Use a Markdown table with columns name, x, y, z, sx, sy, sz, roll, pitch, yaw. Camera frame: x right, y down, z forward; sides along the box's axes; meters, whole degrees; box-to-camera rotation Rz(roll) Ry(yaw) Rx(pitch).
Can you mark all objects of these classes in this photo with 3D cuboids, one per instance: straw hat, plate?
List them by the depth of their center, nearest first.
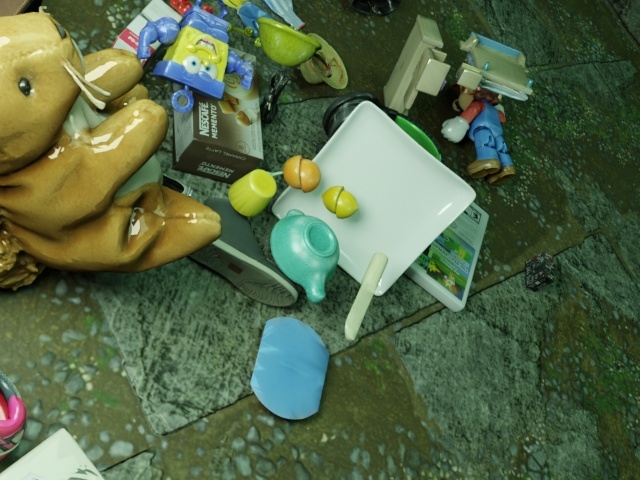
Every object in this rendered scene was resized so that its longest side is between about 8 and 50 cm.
| name | x | y | z | sx | sy | sz | roll | pitch | yaw |
| --- | --- | --- | --- | --- | --- | --- | --- | --- | --- |
| plate | 0.097 | -0.076 | 1.330 | 0.278 | 0.277 | 0.045 | 38 | 17 | -11 |
| straw hat | -0.008 | -0.376 | 1.556 | 0.144 | 0.061 | 0.144 | 34 | 43 | -39 |

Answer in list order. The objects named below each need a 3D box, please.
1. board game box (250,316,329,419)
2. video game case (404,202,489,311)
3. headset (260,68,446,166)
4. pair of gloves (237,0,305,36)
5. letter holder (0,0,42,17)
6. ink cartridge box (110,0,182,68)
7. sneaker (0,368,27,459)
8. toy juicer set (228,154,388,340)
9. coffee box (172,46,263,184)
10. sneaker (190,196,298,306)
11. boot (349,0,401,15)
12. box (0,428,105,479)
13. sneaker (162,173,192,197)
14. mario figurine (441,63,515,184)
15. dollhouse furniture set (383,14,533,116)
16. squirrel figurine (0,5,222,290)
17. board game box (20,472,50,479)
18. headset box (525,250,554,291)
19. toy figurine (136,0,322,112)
| name | x | y | z | sx | sy | sz | roll | pitch | yaw |
| --- | --- | --- | --- | --- | --- | --- | --- | --- | --- |
| board game box | -0.055 | 0.213 | 1.172 | 0.133 | 0.033 | 0.168 | 30 | 54 | -25 |
| video game case | 0.210 | -0.049 | 1.531 | 0.329 | 0.036 | 0.299 | 38 | 47 | -13 |
| headset | 0.072 | -0.215 | 1.414 | 0.395 | 0.185 | 0.243 | 15 | 46 | -9 |
| pair of gloves | -0.117 | -0.519 | 1.592 | 0.159 | 0.023 | 0.198 | 47 | 46 | -3 |
| letter holder | -0.574 | -0.305 | 1.029 | 0.215 | 0.152 | 0.301 | 29 | 49 | -17 |
| ink cartridge box | -0.321 | -0.347 | 1.269 | 0.063 | 0.109 | 0.150 | 36 | 47 | -14 |
| sneaker | -0.464 | 0.134 | 0.860 | 0.299 | 0.112 | 0.121 | 45 | 46 | -4 |
| toy juicer set | 0.000 | 0.000 | 1.242 | 0.209 | 0.089 | 0.329 | -34 | 88 | -44 |
| coffee box | -0.192 | -0.239 | 1.305 | 0.141 | 0.098 | 0.246 | 13 | 56 | -30 |
| sneaker | -0.119 | 0.015 | 1.212 | 0.222 | 0.083 | 0.118 | 36 | 44 | -15 |
| boot | 0.056 | -0.683 | 1.766 | 0.338 | 0.118 | 0.222 | -5 | 72 | -34 |
| box | -0.384 | 0.338 | 0.793 | 0.094 | 0.113 | 0.275 | 52 | 47 | 0 |
| sneaker | -0.330 | -0.111 | 1.110 | 0.281 | 0.115 | 0.105 | 21 | 52 | -25 |
| mario figurine | 0.388 | -0.294 | 1.787 | 0.198 | 0.170 | 0.320 | 54 | 30 | -67 |
| dollhouse furniture set | 0.323 | -0.324 | 1.588 | 0.304 | 0.198 | 0.286 | 17 | 36 | -11 |
| squirrel figurine | -0.374 | -0.094 | 0.847 | 0.370 | 0.397 | 0.280 | 54 | 11 | -71 |
| board game box | -0.311 | 0.426 | 0.733 | 0.193 | 0.053 | 0.305 | -35 | 116 | -45 |
| headset box | 0.512 | 0.069 | 1.662 | 0.032 | 0.062 | 0.083 | 30 | 48 | -20 |
| toy figurine | -0.196 | -0.311 | 1.221 | 0.363 | 0.191 | 0.217 | 19 | 83 | -35 |
